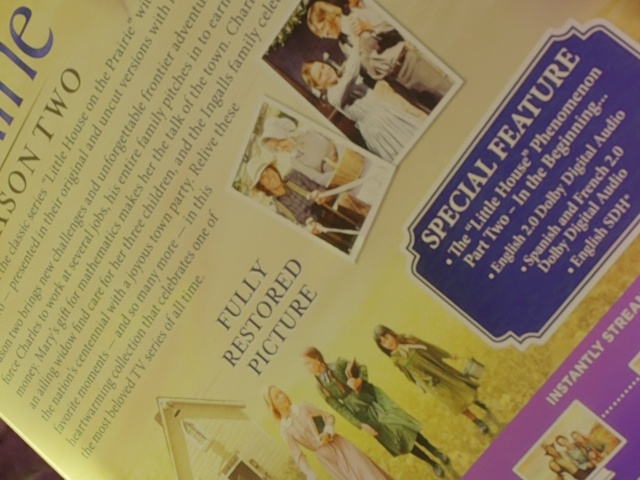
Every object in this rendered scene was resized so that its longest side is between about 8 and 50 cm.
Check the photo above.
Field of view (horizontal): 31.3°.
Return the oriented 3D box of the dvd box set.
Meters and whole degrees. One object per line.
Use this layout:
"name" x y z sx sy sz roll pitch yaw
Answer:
"dvd box set" 0.000 0.000 0.429 0.420 0.062 0.308 39 116 11
